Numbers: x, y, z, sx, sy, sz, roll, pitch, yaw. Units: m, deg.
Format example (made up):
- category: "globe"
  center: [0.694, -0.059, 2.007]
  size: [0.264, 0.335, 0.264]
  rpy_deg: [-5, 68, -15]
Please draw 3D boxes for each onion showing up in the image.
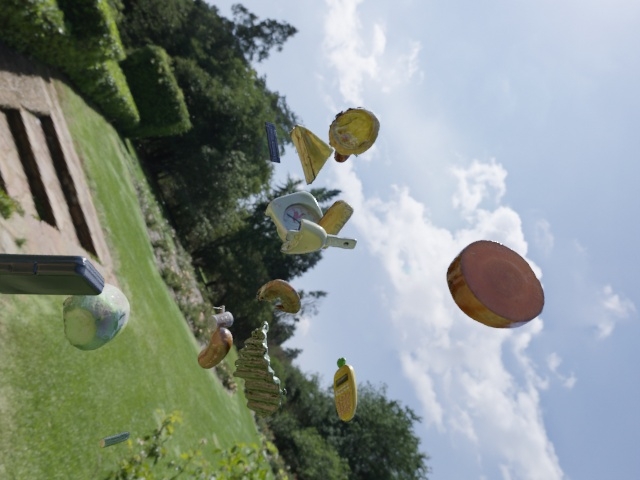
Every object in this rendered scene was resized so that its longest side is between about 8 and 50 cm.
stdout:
- category: "onion"
  center: [0.147, -0.474, 2.340]
  size: [0.150, 0.140, 0.150]
  rpy_deg: [-54, -157, 36]

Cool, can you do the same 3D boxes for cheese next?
- category: "cheese"
  center: [0.000, 0.000, 1.382]
  size: [0.049, 0.235, 0.127]
  rpy_deg: [-101, -156, -53]

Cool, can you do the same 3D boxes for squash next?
- category: "squash"
  center: [-0.575, 0.558, 1.232]
  size: [0.083, 0.027, 0.027]
  rpy_deg: [11, 44, -56]

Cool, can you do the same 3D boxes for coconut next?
- category: "coconut"
  center: [-0.778, 0.256, 1.518]
  size: [0.236, 0.204, 0.236]
  rpy_deg: [45, 2, -2]

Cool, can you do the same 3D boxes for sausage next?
- category: "sausage"
  center: [-0.448, 0.467, 1.896]
  size: [0.108, 0.109, 0.270]
  rpy_deg: [60, -42, 24]

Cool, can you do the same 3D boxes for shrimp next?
- category: "shrimp"
  center: [-0.135, 0.187, 1.415]
  size: [0.133, 0.053, 0.236]
  rpy_deg: [44, -34, -16]

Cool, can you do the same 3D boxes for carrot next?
- category: "carrot"
  center: [0.555, 0.142, 1.385]
  size: [0.307, 0.258, 0.100]
  rpy_deg: [34, -24, 5]

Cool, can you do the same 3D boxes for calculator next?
- category: "calculator"
  center: [0.091, 0.552, 1.644]
  size: [0.146, 0.032, 0.234]
  rpy_deg: [128, -32, -46]

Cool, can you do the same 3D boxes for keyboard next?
- category: "keyboard"
  center: [-0.229, -0.470, 2.103]
  size: [0.013, 0.061, 0.204]
  rpy_deg: [-20, -105, 42]

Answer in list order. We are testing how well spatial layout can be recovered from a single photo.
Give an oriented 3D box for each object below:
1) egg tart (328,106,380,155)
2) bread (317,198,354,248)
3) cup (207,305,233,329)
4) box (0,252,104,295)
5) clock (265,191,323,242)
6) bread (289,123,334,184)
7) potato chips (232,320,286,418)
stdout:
- category: "egg tart"
  center: [0.169, -0.536, 2.190]
  size: [0.278, 0.279, 0.095]
  rpy_deg: [59, 6, 28]
- category: "bread"
  center: [0.052, -0.074, 1.941]
  size: [0.106, 0.236, 0.140]
  rpy_deg: [36, 4, 2]
- category: "cup"
  center: [-0.463, 0.360, 2.027]
  size: [0.074, 0.099, 0.102]
  rpy_deg: [15, -80, 34]
- category: "box"
  center: [-0.617, 0.078, 0.969]
  size: [0.160, 0.230, 0.050]
  rpy_deg: [108, -18, -64]
- category: "clock"
  center: [-0.110, -0.083, 2.243]
  size: [0.324, 0.265, 0.108]
  rpy_deg: [63, -32, 15]
- category: "bread"
  center: [-0.062, -0.305, 1.545]
  size: [0.178, 0.135, 0.240]
  rpy_deg: [36, -2, -8]
- category: "potato chips"
  center: [-0.269, 0.564, 1.905]
  size: [0.389, 0.097, 0.373]
  rpy_deg: [-54, -131, 45]
